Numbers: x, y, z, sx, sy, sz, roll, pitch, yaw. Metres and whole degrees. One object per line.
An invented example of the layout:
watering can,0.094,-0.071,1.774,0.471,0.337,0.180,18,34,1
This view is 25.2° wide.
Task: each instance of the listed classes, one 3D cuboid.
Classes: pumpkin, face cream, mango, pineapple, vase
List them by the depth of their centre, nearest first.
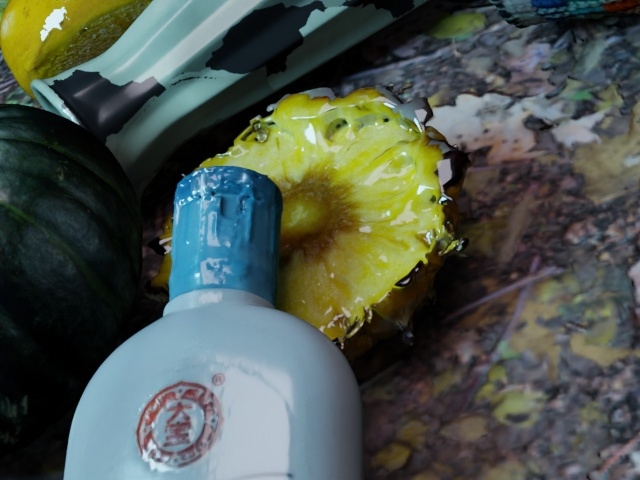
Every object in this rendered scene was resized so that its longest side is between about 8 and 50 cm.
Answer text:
face cream,-0.054,0.117,0.722,0.163,0.080,0.337,-9,58,19
pumpkin,-0.230,0.017,0.867,0.250,0.216,0.250,-16,35,12
pineapple,0.000,0.000,0.869,0.225,0.076,0.225,-14,50,18
vase,-0.031,-0.178,1.024,0.360,0.165,0.165,-39,43,-10
mango,-0.150,-0.193,1.107,0.217,0.141,0.102,-32,74,-10

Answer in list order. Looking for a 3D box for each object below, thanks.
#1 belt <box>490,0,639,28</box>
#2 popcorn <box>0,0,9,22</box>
belt,0.202,-0.269,0.960,0.160,0.207,0.295,-4,30,29
popcorn,-0.263,-0.262,1.203,0.167,0.185,0.187,-19,47,35
